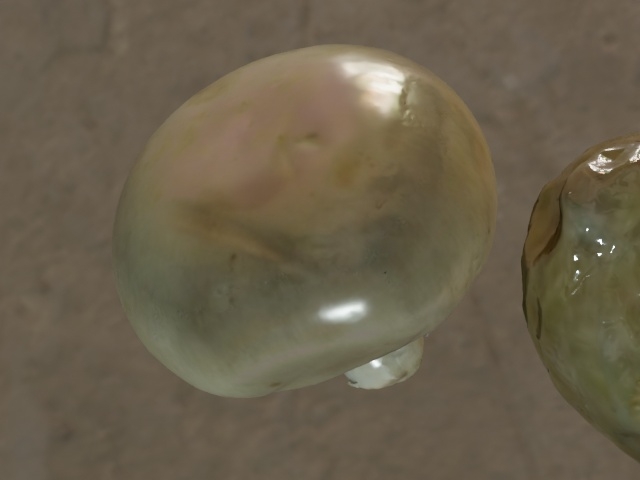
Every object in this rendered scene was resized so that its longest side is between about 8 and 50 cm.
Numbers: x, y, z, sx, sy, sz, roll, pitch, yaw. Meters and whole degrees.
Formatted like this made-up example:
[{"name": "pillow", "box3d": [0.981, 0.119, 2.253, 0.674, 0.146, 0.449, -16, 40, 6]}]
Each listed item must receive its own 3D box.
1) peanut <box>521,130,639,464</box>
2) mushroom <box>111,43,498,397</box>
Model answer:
[{"name": "peanut", "box3d": [0.208, 0.073, 0.875, 0.291, 0.159, 0.143, 41, 86, -1]}, {"name": "mushroom", "box3d": [0.000, 0.000, 1.202, 0.246, 0.246, 0.202, -47, 121, -23]}]
